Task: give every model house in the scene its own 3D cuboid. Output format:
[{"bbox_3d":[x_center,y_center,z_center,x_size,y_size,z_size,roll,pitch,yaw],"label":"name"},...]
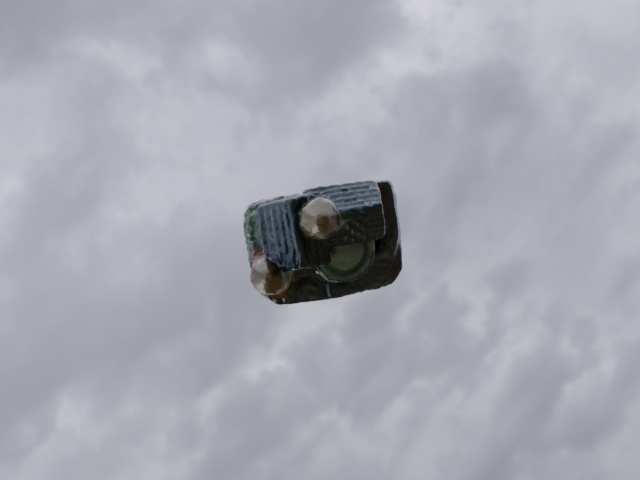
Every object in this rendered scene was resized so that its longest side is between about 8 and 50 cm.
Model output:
[{"bbox_3d":[0.000,0.000,1.667,0.253,0.185,0.291,-8,-2,3],"label":"model house"}]
